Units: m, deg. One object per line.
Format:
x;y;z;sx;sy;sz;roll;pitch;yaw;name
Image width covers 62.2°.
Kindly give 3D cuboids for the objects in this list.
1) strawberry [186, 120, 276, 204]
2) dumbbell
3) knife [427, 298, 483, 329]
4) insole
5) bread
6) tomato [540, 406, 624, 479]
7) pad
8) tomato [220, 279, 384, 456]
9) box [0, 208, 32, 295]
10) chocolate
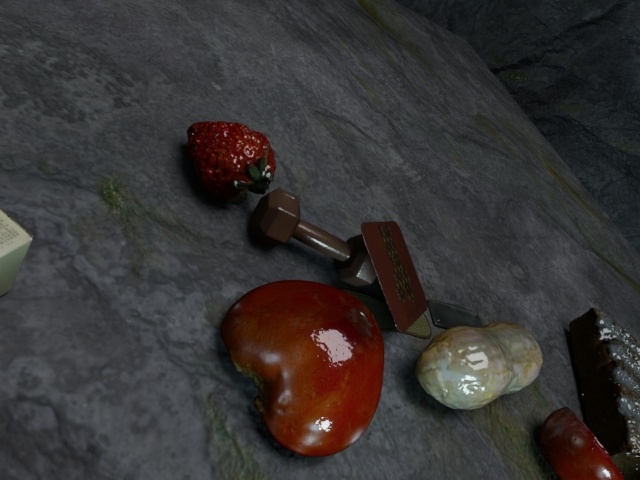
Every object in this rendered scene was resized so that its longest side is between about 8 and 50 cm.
-0.136;-0.133;0.818;0.131;0.131;0.148;-6;66;-49;strawberry
0.000;0.000;0.855;0.230;0.082;0.092;25;40;-26;dumbbell
0.309;0.167;1.061;0.245;0.019;0.072;21;40;-28;knife
0.101;0.125;0.898;0.253;0.005;0.086;15;45;-37;insole
0.655;0.341;1.159;0.165;0.113;0.417;36;36;-10;bread
0.440;0.372;0.924;0.139;0.091;0.159;57;8;2;tomato
0.132;0.051;0.903;0.267;0.004;0.181;-9;78;-70;pad
0.000;0.134;0.666;0.233;0.139;0.200;54;29;14;tomato
-0.393;-0.008;0.442;0.212;0.095;0.168;42;33;-3;box
0.275;0.205;0.887;0.309;0.134;0.134;5;50;-44;chocolate
